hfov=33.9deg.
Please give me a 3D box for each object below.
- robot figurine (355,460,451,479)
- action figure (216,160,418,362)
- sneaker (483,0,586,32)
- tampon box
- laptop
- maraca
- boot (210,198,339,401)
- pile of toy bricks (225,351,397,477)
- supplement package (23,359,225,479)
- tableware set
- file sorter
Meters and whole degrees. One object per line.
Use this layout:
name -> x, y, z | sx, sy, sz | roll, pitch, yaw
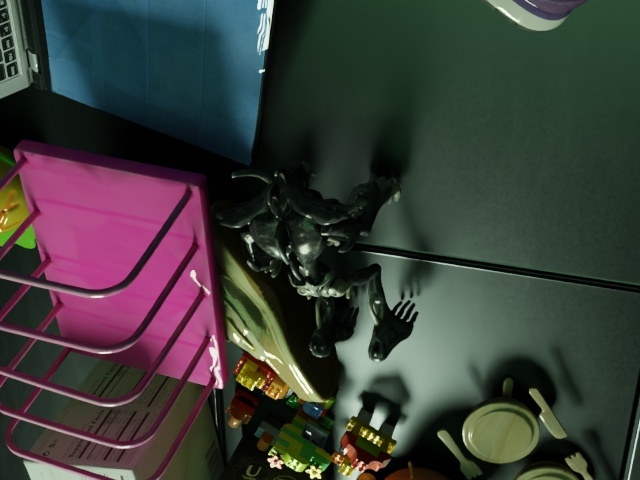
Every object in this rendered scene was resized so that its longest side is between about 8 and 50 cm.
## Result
robot figurine -> 0.107, 0.365, 1.272 | 0.128, 0.158, 0.219 | 7, 126, -19
action figure -> 0.000, 0.000, 1.089 | 0.164, 0.141, 0.276 | -6, 133, 24
sneaker -> 0.122, -0.292, 0.860 | 0.283, 0.107, 0.124 | 26, 156, -13
tampon box -> -0.057, 0.352, 1.335 | 0.120, 0.101, 0.161 | 6, 121, 15
laptop -> -0.278, -0.174, 0.949 | 0.236, 0.407, 0.382 | 52, 155, 21
maraca -> -0.380, -0.051, 1.216 | 0.127, 0.099, 0.186 | -19, 137, 25
boot -> -0.116, 0.098, 1.210 | 0.203, 0.095, 0.262 | -24, 111, 31
pile of toy bricks -> -0.028, 0.235, 1.253 | 0.212, 0.105, 0.118 | 30, 125, 0
supplement package -> -0.225, 0.312, 1.308 | 0.145, 0.204, 0.262 | 1, 120, 18
tableware set -> 0.233, 0.250, 1.215 | 0.128, 0.039, 0.194 | -28, 113, 18
file sorter -> -0.230, 0.083, 1.057 | 0.202, 0.182, 0.291 | 12, 133, 15
